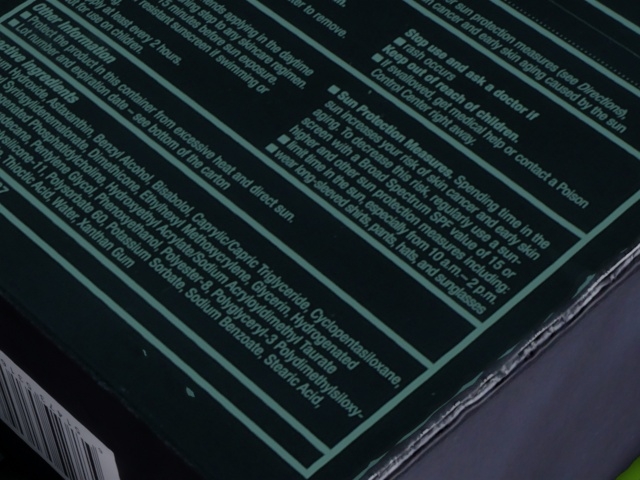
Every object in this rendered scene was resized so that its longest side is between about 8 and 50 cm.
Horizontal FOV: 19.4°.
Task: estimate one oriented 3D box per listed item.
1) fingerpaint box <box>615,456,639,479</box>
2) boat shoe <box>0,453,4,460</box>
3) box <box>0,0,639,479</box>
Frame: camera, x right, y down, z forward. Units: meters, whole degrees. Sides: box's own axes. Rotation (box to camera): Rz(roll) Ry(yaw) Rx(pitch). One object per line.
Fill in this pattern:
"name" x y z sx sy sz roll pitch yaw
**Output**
"fingerpaint box" 0.162 0.091 0.954 0.444 0.163 0.371 24 56 19
"boat shoe" -0.261 0.075 0.938 0.156 0.136 0.367 42 57 15
"box" 0.000 0.000 0.809 0.294 0.183 0.296 -38 58 -23
